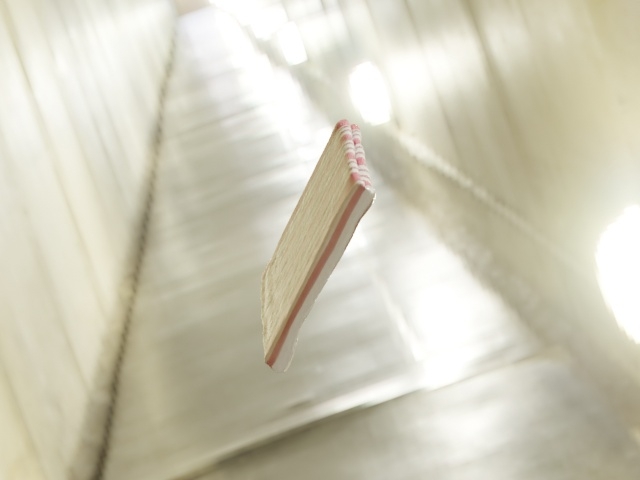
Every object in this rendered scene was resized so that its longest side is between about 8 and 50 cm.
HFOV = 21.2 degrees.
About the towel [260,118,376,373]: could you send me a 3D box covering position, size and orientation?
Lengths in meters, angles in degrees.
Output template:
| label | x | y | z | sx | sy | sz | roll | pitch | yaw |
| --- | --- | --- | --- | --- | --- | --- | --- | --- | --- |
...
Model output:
| label | x | y | z | sx | sy | sz | roll | pitch | yaw |
| --- | --- | --- | --- | --- | --- | --- | --- | --- | --- |
| towel | 0.000 | 0.000 | 1.213 | 0.029 | 0.144 | 0.197 | 23 | 15 | -9 |
